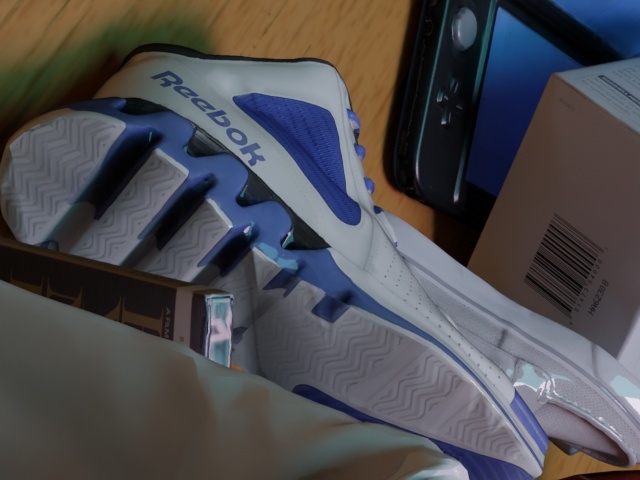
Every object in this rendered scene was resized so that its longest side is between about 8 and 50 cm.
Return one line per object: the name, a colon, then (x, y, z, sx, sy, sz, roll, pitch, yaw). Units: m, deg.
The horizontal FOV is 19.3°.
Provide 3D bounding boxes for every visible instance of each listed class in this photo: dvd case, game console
dvd case: (-0.107, 0.090, 0.831, 0.018, 0.221, 0.164, -1, 97, -36)
game console: (0.207, -0.118, 1.303, 0.293, 0.173, 0.250, 22, 77, -55)

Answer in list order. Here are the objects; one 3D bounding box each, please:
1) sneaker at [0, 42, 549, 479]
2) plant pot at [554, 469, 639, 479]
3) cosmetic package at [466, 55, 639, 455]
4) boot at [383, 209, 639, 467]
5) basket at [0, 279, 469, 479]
sneaker: (-0.001, -0.001, 0.981, 0.315, 0.127, 0.182, 41, 38, -12)
plant pot: (0.183, 0.284, 1.236, 0.236, 0.267, 0.267, 25, 56, -39)
cosmetic package: (0.228, -0.003, 1.291, 0.225, 0.138, 0.224, -13, 134, -45)
boot: (0.086, 0.095, 1.146, 0.123, 0.258, 0.095, -59, -176, -24)
basket: (-0.176, 0.187, 0.632, 0.328, 0.331, 0.266, -26, 129, -51)
